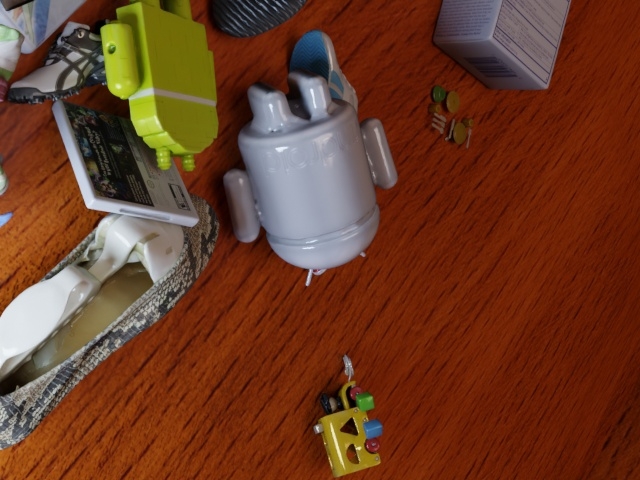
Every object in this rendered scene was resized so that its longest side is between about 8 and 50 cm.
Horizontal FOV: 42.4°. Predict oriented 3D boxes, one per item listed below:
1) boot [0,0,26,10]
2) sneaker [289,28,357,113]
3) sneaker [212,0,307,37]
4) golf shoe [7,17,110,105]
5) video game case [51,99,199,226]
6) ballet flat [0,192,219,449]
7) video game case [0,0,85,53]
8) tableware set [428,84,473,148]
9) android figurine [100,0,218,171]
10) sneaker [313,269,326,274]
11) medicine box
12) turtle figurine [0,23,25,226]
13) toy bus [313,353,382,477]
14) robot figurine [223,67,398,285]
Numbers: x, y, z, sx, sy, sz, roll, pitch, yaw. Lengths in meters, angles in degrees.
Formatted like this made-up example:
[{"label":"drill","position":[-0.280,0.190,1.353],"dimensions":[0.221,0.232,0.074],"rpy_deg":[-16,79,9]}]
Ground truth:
[{"label":"boot","position":[-0.291,-0.405,1.051],"dimensions":[0.305,0.112,0.115],"rpy_deg":[-38,112,-33]},{"label":"sneaker","position":[0.011,-0.266,1.465],"dimensions":[0.092,0.087,0.229],"rpy_deg":[-43,133,-41]},{"label":"sneaker","position":[-0.045,-0.452,1.342],"dimensions":[0.330,0.146,0.122],"rpy_deg":[-46,102,-2]},{"label":"golf shoe","position":[-0.343,-0.240,1.103],"dimensions":[0.198,0.077,0.094],"rpy_deg":[-38,121,-48]},{"label":"video game case","position":[-0.269,-0.105,1.143],"dimensions":[0.173,0.190,0.022],"rpy_deg":[12,132,-47]},{"label":"ballet flat","position":[-0.306,0.071,1.109],"dimensions":[0.483,0.164,0.182],"rpy_deg":[-47,164,-27]},{"label":"video game case","position":[-0.380,-0.460,1.042],"dimensions":[0.300,0.036,0.329],"rpy_deg":[-55,132,-24]},{"label":"tableware set","position":[0.282,-0.269,1.788],"dimensions":[0.154,0.024,0.104],"rpy_deg":[20,80,-45]},{"label":"android figurine","position":[-0.217,-0.235,1.180],"dimensions":[0.248,0.056,0.273],"rpy_deg":[-11,94,-67]},{"label":"sneaker","position":[0.000,0.000,1.525],"dimensions":[0.067,0.042,0.118],"rpy_deg":[46,57,-45]},{"label":"medicine box","position":[0.402,-0.506,1.774],"dimensions":[0.263,0.149,0.289],"rpy_deg":[22,81,-46]},{"label":"turtle figurine","position":[-0.441,-0.124,0.926],"dimensions":[0.274,0.197,0.266],"rpy_deg":[10,90,-51]},{"label":"toy bus","position":[0.041,0.355,1.587],"dimensions":[0.104,0.202,0.191],"rpy_deg":[-14,118,-12]},{"label":"robot figurine","position":[-0.016,-0.100,1.374],"dimensions":[0.300,0.200,0.353],"rpy_deg":[-21,116,-10]}]
